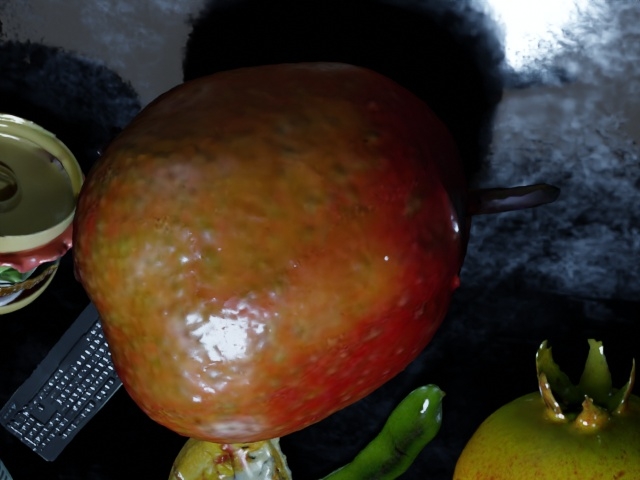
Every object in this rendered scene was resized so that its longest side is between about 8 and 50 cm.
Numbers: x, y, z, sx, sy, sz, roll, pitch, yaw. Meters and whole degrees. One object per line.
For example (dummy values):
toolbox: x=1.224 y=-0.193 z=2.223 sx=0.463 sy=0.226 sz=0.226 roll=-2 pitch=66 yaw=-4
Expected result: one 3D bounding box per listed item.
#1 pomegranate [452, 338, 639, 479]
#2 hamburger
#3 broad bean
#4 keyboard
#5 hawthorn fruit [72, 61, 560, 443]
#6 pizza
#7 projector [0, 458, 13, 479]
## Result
pomegranate: x=0.215 y=0.208 z=1.297 sx=0.220 sy=0.221 sz=0.257 roll=0 pitch=105 yaw=14
hamburger: x=-0.281 y=-0.015 z=1.313 sx=0.175 sy=0.175 sz=0.137 roll=23 pitch=137 yaw=-1
broad bean: x=0.044 y=0.200 z=1.434 sx=0.069 sy=0.039 sz=0.227 roll=44 pitch=124 yaw=-15
keyboard: x=-0.237 y=0.138 z=1.479 sx=0.074 sy=0.015 sz=0.196 roll=37 pitch=122 yaw=-10
hawthorn fruit: x=0.000 y=0.000 z=1.184 sx=0.368 sy=0.285 sz=0.285 roll=-11 pitch=119 yaw=4
pizza: x=-0.073 y=0.256 z=1.477 sx=0.184 sy=0.036 sz=0.176 roll=-39 pitch=89 yaw=37
projector: x=-0.377 y=0.195 z=1.495 sx=0.108 sy=0.108 sz=0.338 roll=-14 pitch=117 yaw=21
